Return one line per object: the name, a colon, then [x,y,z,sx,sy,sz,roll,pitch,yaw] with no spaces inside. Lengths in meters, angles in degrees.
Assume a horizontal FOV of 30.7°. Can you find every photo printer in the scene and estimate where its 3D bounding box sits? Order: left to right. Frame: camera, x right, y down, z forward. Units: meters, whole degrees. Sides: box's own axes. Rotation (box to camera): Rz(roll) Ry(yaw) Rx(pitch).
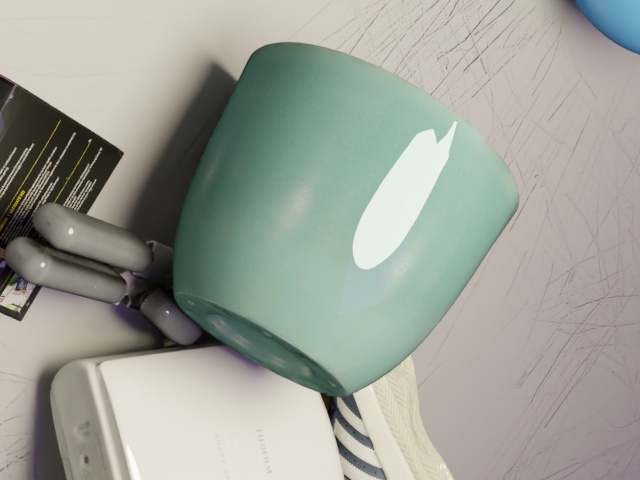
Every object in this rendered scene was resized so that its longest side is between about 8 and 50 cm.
photo printer: [-0.101,0.227,1.168,0.307,0.107,0.256,-1,71,-48]

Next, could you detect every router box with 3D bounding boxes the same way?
router box: [-0.268,-0.035,0.997,0.133,0.046,0.179,35,85,-49]

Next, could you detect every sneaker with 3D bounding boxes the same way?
sneaker: [0.040,0.218,1.318,0.131,0.148,0.350,-22,92,-62]

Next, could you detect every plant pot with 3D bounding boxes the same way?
plant pot: [0.000,0.000,1.075,0.235,0.293,0.293,-59,139,-16]

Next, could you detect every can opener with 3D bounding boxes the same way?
can opener: [-0.176,0.031,1.054,0.074,0.093,0.280,-51,157,2]

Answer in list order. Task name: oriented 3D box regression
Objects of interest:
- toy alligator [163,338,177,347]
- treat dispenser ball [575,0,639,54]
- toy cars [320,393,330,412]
toy alligator: [-0.089,0.065,1.234,0.189,0.056,0.051,-15,76,-32]
treat dispenser ball: [0.422,-0.351,1.341,0.288,0.288,0.288,-23,125,-36]
toy cars: [0.077,0.290,1.485,0.176,0.087,0.394,-41,134,-22]
